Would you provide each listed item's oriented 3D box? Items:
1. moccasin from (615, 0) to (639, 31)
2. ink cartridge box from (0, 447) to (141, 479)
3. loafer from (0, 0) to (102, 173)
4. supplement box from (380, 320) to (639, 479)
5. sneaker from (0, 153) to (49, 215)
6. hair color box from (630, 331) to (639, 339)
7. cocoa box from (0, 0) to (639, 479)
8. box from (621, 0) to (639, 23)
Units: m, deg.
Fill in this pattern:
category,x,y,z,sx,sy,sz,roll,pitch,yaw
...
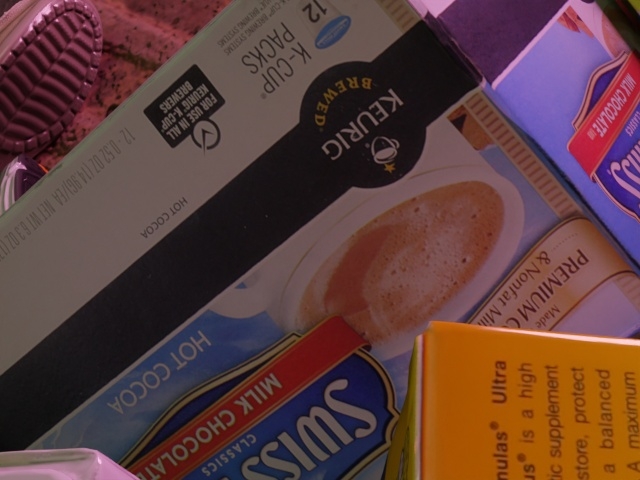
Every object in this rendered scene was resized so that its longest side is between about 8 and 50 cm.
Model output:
category,x,y,z,sx,sy,sz,roll,pitch,yaw
moccasin,0.283,-0.191,1.015,0.380,0.139,0.147,-38,36,-7
ink cartridge box,-0.077,0.296,0.720,0.166,0.395,0.285,-7,56,31
loafer,-0.274,-0.092,1.341,0.092,0.102,0.268,27,78,37
supplement box,0.196,0.174,0.646,0.356,0.194,0.195,5,56,-3
sneaker,-0.223,0.054,1.209,0.121,0.099,0.262,-29,46,21
hair color box,0.199,0.106,0.868,0.347,0.105,0.174,-41,45,2
cocoa box,0.000,0.000,0.887,0.347,0.228,0.231,-38,4,29
box,0.186,-0.126,0.908,0.042,0.109,0.178,-39,84,12
